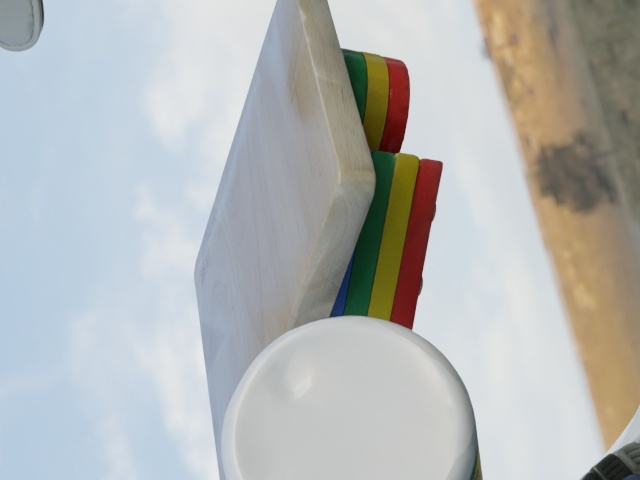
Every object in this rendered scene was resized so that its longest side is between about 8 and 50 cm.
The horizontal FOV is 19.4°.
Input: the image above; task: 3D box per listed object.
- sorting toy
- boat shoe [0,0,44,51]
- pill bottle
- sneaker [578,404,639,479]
[{"bbox_3d":[0.000,0.000,1.214,0.257,0.089,0.255,-102,26,-54],"label":"sorting toy"},{"bbox_3d":[-0.269,-0.254,1.507,0.206,0.075,0.065,67,-157,-20],"label":"boat shoe"},{"bbox_3d":[0.023,0.125,0.925,0.208,0.117,0.117,73,-173,-66],"label":"pill bottle"},{"bbox_3d":[0.212,0.152,1.175,0.111,0.129,0.297,46,-131,12],"label":"sneaker"}]
